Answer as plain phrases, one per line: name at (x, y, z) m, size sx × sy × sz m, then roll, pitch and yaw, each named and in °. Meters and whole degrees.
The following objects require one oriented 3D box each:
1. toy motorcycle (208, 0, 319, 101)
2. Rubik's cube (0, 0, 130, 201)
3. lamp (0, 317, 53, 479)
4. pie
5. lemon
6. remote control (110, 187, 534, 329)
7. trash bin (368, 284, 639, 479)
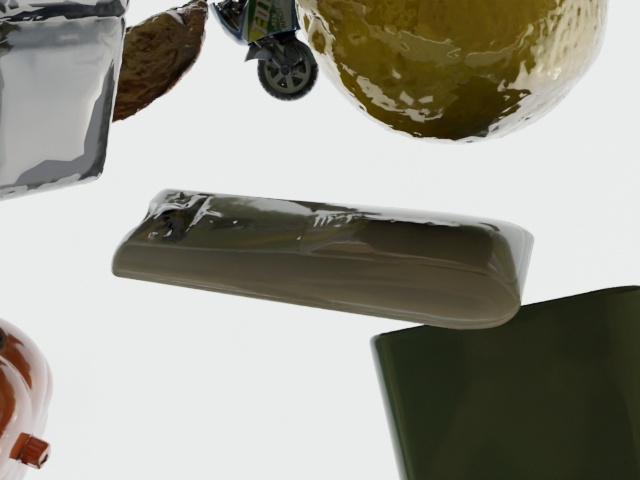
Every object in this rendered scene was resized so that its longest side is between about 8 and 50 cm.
toy motorcycle at (-0.036, -0.278, 1.097) m, size 0.136 × 0.092 × 0.254 m, roll 21°, pitch -76°, yaw 5°
Rubik's cube at (-0.281, -0.192, 0.488) m, size 0.305 × 0.301 × 0.303 m, roll 33°, pitch -60°, yaw 31°
lamp at (-0.298, 0.149, 0.861) m, size 0.164 × 0.187 × 0.187 m, roll 21°, pitch -93°, yaw 1°
pie at (-0.159, -0.137, 0.862) m, size 0.191 × 0.033 × 0.088 m, roll -35°, pitch -126°, yaw -7°
lemon at (0.091, -0.168, 0.727) m, size 0.204 × 0.260 × 0.204 m, roll 1°, pitch -89°, yaw 49°
remote control at (0.000, 0.000, 0.800) m, size 0.313 × 0.109 × 0.055 m, roll 7°, pitch -53°, yaw 15°
trash bin at (0.190, 0.223, 0.819) m, size 0.223 × 0.158 × 0.343 m, roll -15°, pitch -101°, yaw 24°
